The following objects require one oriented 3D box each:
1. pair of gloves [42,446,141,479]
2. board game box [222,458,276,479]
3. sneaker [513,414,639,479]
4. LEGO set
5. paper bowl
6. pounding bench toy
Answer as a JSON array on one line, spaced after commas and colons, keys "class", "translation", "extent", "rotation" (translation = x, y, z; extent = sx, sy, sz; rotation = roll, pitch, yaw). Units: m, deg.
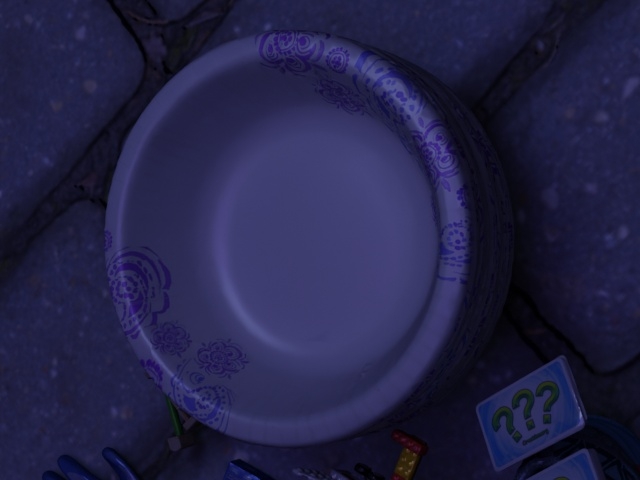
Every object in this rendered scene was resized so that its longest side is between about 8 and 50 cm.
[{"class": "pair of gloves", "translation": [-0.180, 0.269, 1.265], "extent": [0.159, 0.023, 0.198], "rotation": [24, 100, 25]}, {"class": "board game box", "translation": [-0.046, 0.228, 1.201], "extent": [0.090, 0.020, 0.090], "rotation": [26, 101, 24]}, {"class": "sneaker", "translation": [0.207, 0.238, 1.017], "extent": [0.104, 0.125, 0.262], "rotation": [-44, 71, 22]}, {"class": "LEGO set", "translation": [0.079, 0.202, 1.012], "extent": [0.244, 0.060, 0.182], "rotation": [-34, 57, 34]}, {"class": "paper bowl", "translation": [0.000, 0.000, 1.113], "extent": [0.284, 0.148, 0.284], "rotation": [-1, 89, 26]}, {"class": "pounding bench toy", "translation": [-0.103, 0.114, 1.213], "extent": [0.083, 0.052, 0.065], "rotation": [-46, 70, 18]}]
